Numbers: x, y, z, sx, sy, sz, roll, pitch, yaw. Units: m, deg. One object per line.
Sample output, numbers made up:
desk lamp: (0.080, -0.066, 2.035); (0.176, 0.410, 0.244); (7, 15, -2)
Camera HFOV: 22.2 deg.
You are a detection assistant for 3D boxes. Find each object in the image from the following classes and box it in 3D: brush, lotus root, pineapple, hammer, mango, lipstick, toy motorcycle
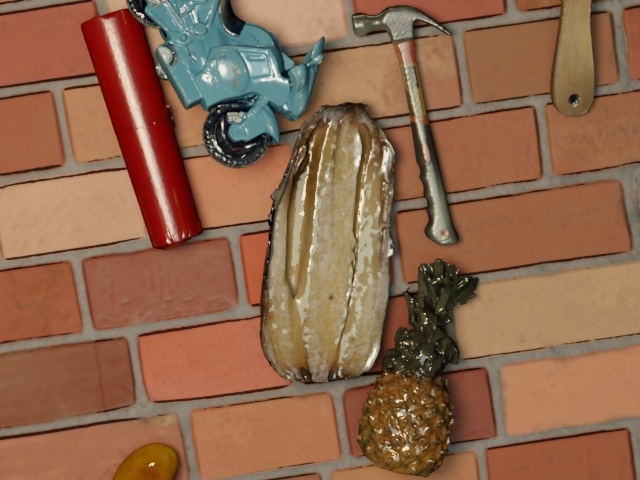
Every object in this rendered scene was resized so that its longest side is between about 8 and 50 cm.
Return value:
brush: (0.293, -0.309, 1.887); (0.070, 0.065, 0.328); (-2, 105, -6)
lotus root: (0.000, -0.001, 1.907); (0.167, 0.078, 0.330); (6, 94, -24)
pineapple: (0.118, 0.145, 1.901); (0.125, 0.125, 0.251); (16, 90, -2)
hammer: (0.117, -0.135, 1.911); (0.111, 0.033, 0.288); (-11, 96, 2)
mango: (-0.210, 0.294, 1.939); (0.080, 0.060, 0.114); (34, 97, 12)
lipstick: (-0.204, -0.128, 1.891); (0.073, 0.073, 0.280); (-17, 95, 1)
toy motorcycle: (-0.099, -0.230, 1.852); (0.182, 0.123, 0.272); (-30, 89, -13)
